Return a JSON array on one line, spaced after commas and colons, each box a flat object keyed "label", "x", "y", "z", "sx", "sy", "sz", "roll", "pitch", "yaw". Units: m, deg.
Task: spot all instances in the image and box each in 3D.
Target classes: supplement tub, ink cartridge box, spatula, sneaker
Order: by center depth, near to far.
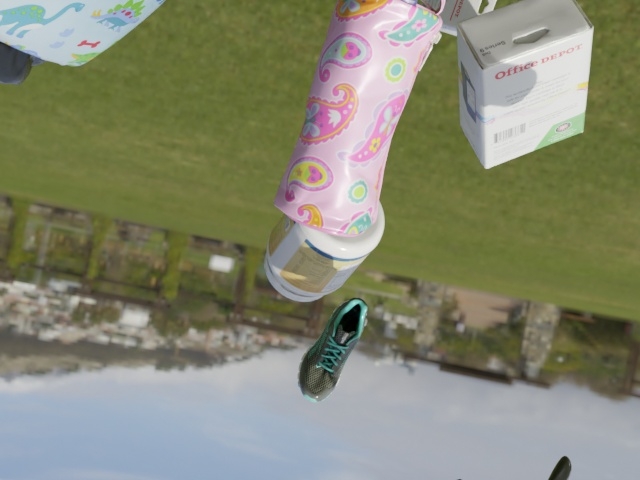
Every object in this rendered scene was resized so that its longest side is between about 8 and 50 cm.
[{"label": "ink cartridge box", "x": 0.268, "y": -0.213, "z": 1.423, "sx": 0.154, "sy": 0.093, "sz": 0.212, "roll": -21, "pitch": 148, "yaw": -3}, {"label": "spatula", "x": 0.311, "y": 0.361, "z": 1.453, "sx": 0.030, "sy": 0.084, "sz": 0.296, "roll": -10, "pitch": -170, "yaw": 22}, {"label": "sneaker", "x": 0.019, "y": 0.147, "z": 1.506, "sx": 0.065, "sy": 0.166, "sz": 0.076, "roll": 26, "pitch": 157, "yaw": 0}, {"label": "supplement tub", "x": 0.000, "y": 0.000, "z": 1.684, "sx": 0.144, "sy": 0.144, "sz": 0.200, "roll": 12, "pitch": 148, "yaw": -18}, {"label": "ink cartridge box", "x": 0.194, "y": -0.391, "z": 1.708, "sx": 0.180, "sy": 0.104, "sz": 0.060, "roll": 21, "pitch": -179, "yaw": 13}]

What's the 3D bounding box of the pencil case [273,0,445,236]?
[{"label": "pencil case", "x": 0.042, "y": -0.148, "z": 1.181, "sx": 0.124, "sy": 0.284, "sz": 0.124, "roll": 18, "pitch": -166, "yaw": -5}]

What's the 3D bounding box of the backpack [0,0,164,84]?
[{"label": "backpack", "x": -0.220, "y": -0.301, "z": 0.927, "sx": 0.273, "sy": 0.355, "sz": 0.290, "roll": 43, "pitch": -175, "yaw": 20}]

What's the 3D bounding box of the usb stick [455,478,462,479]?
[{"label": "usb stick", "x": 0.055, "y": 0.347, "z": 1.257, "sx": 0.278, "sy": 0.077, "sz": 0.045, "roll": -14, "pitch": -145, "yaw": -15}]
